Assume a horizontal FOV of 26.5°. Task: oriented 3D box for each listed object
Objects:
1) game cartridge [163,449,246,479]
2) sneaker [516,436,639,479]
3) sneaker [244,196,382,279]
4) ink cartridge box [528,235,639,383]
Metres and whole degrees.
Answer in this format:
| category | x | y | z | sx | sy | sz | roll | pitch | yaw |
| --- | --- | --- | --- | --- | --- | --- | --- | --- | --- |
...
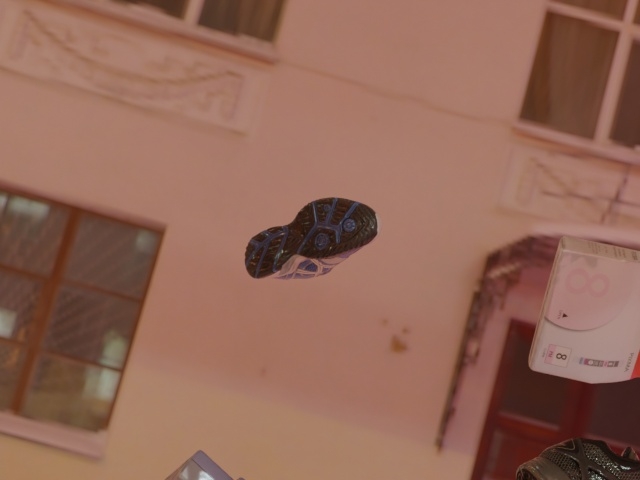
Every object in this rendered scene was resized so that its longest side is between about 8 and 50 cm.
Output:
| category | x | y | z | sx | sy | sz | roll | pitch | yaw |
| --- | --- | --- | --- | --- | --- | --- | --- | --- | --- |
| game cartridge | -0.051 | 0.403 | 1.640 | 0.355 | 0.068 | 0.230 | 43 | -30 | 0 |
| sneaker | 0.314 | 0.303 | 1.418 | 0.227 | 0.130 | 0.087 | 58 | -21 | 8 |
| sneaker | 0.000 | 0.000 | 1.741 | 0.211 | 0.080 | 0.081 | -17 | -21 | 40 |
| ink cartridge box | 0.408 | 0.105 | 1.790 | 0.232 | 0.189 | 0.066 | 13 | 26 | 7 |
